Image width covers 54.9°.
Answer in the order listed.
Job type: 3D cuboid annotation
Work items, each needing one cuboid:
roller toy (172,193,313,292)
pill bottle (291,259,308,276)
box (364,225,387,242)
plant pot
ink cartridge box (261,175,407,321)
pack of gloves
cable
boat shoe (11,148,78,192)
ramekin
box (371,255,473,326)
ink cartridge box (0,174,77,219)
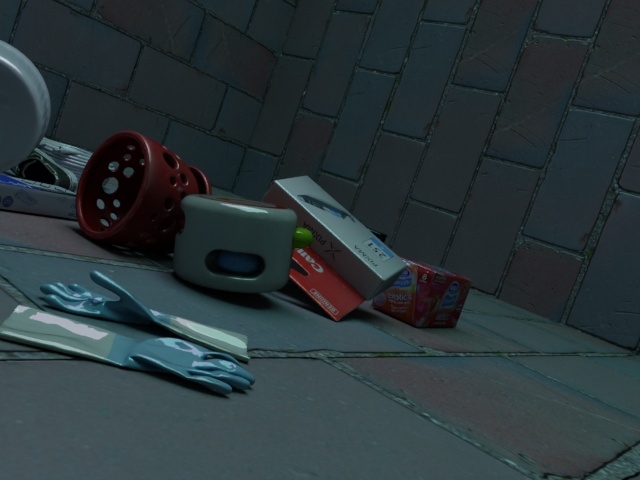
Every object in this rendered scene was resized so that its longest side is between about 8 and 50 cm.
[{"bbox_3d":[-0.140,0.008,0.995,0.209,0.146,0.191,13,7,34],"label":"roller toy"},{"bbox_3d":[-0.010,0.034,1.345,0.121,0.121,0.216,20,12,6],"label":"pill bottle"},{"bbox_3d":[0.101,0.039,1.631,0.093,0.155,0.158,21,4,11],"label":"box"},{"bbox_3d":[-0.298,-0.070,1.073,0.191,0.191,0.174,23,-3,40],"label":"plant pot"},{"bbox_3d":[0.000,0.000,1.187,0.296,0.066,0.261,42,26,14],"label":"ink cartridge box"},{"bbox_3d":[-0.172,0.079,0.615,0.232,0.046,0.195,18,3,-13],"label":"pack of gloves"},{"bbox_3d":[-0.723,-0.224,1.760,0.257,0.089,0.257,17,4,-45],"label":"cable"},{"bbox_3d":[-0.647,-0.165,1.392,0.219,0.077,0.070,23,4,23],"label":"boat shoe"},{"bbox_3d":[-0.677,-0.257,1.202,0.277,0.277,0.135,17,13,-28],"label":"ramekin"},{"bbox_3d":[0.239,0.120,1.415,0.123,0.128,0.257,22,4,32],"label":"box"},{"bbox_3d":[-0.518,-0.079,1.078,0.097,0.046,0.207,20,4,26],"label":"ink cartridge box"}]
